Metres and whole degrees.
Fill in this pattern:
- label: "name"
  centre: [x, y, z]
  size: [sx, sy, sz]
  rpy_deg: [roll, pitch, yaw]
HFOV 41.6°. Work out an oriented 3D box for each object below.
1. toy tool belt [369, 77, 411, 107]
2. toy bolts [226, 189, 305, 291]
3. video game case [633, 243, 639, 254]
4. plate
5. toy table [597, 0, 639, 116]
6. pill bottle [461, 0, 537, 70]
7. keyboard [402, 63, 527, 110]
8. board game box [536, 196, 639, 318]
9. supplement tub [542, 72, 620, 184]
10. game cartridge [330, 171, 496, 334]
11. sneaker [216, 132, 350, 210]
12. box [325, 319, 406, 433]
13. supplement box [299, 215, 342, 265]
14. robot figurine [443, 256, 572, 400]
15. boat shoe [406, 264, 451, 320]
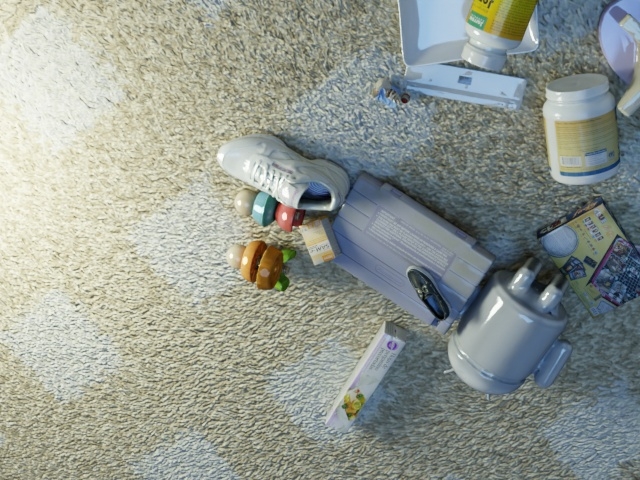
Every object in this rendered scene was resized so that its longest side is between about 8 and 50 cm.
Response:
- label: "toy tool belt"
  centre: [0.148, -0.305, 1.799]
  size: [0.083, 0.051, 0.052]
  rpy_deg: [27, 146, -6]
- label: "toy bolts"
  centre: [-0.145, -0.005, 1.917]
  size: [0.158, 0.218, 0.228]
  rpy_deg: [16, 98, 12]
- label: "video game case"
  centre: [0.773, 0.068, 1.924]
  size: [0.166, 0.015, 0.119]
  rpy_deg: [4, 116, 5]
- label: "plate"
  centre: [0.291, -0.503, 1.693]
  size: [0.278, 0.045, 0.277]
  rpy_deg: [-5, 114, 10]
- label: "toy table"
  centre: [0.676, -0.361, 1.650]
  size: [0.274, 0.161, 0.252]
  rpy_deg: [27, 116, -5]
- label: "pill bottle"
  centre: [0.348, -0.441, 1.626]
  size: [0.117, 0.117, 0.208]
  rpy_deg: [17, 116, -1]
- label: "keyboard"
  centre: [0.306, -0.331, 1.794]
  size: [0.256, 0.014, 0.072]
  rpy_deg: [10, 111, 2]
- label: "board game box"
  centre: [0.625, 0.042, 1.903]
  size: [0.165, 0.042, 0.243]
  rpy_deg: [-31, 105, 24]
- label: "supplement tub"
  centre: [0.537, -0.230, 1.738]
  size: [0.144, 0.144, 0.199]
  rpy_deg: [-9, 115, 11]
- label: "game cartridge"
  centre: [0.193, 0.025, 1.909]
  size: [0.355, 0.068, 0.230]
  rpy_deg: [34, 112, 9]
- label: "sneaker"
  centre: [-0.084, -0.146, 1.853]
  size: [0.305, 0.152, 0.114]
  rpy_deg: [16, 119, 1]
- label: "box"
  centre: [0.111, 0.346, 2.113]
  size: [0.063, 0.067, 0.324]
  rpy_deg: [26, 115, -7]
- label: "supplement box"
  centre: [0.000, 0.000, 1.928]
  size: [0.062, 0.036, 0.098]
  rpy_deg: [-22, 91, 32]
- label: "robot figurine"
  centre: [0.425, 0.210, 1.932]
  size: [0.300, 0.200, 0.353]
  rpy_deg: [38, 117, 16]
- label: "boat shoe"
  centre: [0.239, 0.117, 1.865]
  size: [0.049, 0.040, 0.142]
  rpy_deg: [-39, 90, 28]
